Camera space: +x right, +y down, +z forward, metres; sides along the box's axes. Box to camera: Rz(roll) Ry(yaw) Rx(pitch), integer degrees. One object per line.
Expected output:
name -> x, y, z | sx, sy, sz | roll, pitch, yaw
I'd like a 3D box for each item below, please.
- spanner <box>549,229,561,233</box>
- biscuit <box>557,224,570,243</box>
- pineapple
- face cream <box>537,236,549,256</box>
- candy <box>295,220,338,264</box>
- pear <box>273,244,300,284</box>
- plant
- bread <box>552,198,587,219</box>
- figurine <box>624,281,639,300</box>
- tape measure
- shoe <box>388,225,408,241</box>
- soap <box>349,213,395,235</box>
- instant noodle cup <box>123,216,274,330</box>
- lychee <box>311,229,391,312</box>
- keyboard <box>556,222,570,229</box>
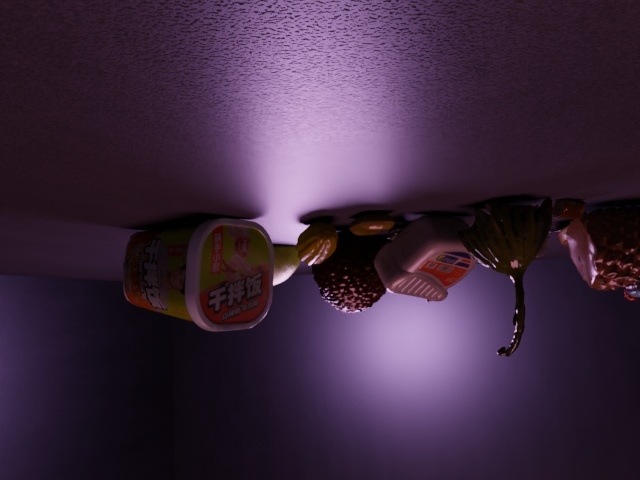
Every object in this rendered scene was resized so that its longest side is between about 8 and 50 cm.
spanner -> 0.745, -0.025, 2.081 | 0.054, 0.015, 0.254 | -1, 174, -31
biscuit -> 0.880, -0.039, 1.800 | 0.343, 0.057, 0.287 | -2, 168, -5
pineapple -> 0.827, -0.006, 1.565 | 0.357, 0.223, 0.223 | -14, 173, 3
face cream -> 0.635, 0.016, 2.035 | 0.095, 0.096, 0.214 | -1, 174, -20
candy -> 0.000, 0.000, 1.596 | 0.094, 0.106, 0.199 | 17, 166, -10
pear -> -0.213, 0.082, 2.161 | 0.288, 0.139, 0.239 | -5, 165, 9
plant -> 0.463, 0.063, 1.418 | 0.180, 0.333, 0.251 | -15, 163, -21
bread -> 0.578, -0.073, 1.451 | 0.083, 0.047, 0.036 | 3, -158, -30
figurine -> 1.053, 0.074, 2.066 | 0.110, 0.246, 0.138 | -5, 173, 6
tape measure -> 0.287, 0.048, 1.650 | 0.258, 0.130, 0.265 | 14, 128, -41
shoe -> 0.278, 0.004, 1.779 | 0.180, 0.092, 0.089 | -1, 174, -16
soap -> 0.125, -0.040, 1.524 | 0.089, 0.045, 0.140 | 2, 173, -15
instant noodle cup -> -0.314, 0.078, 1.539 | 0.307, 0.294, 0.294 | 1, 177, 37
lychee -> 0.108, 0.078, 1.795 | 0.271, 0.271, 0.271 | -3, 174, 0
keyboard -> 0.827, -0.048, 1.906 | 0.195, 0.018, 0.060 | -4, 170, 4
